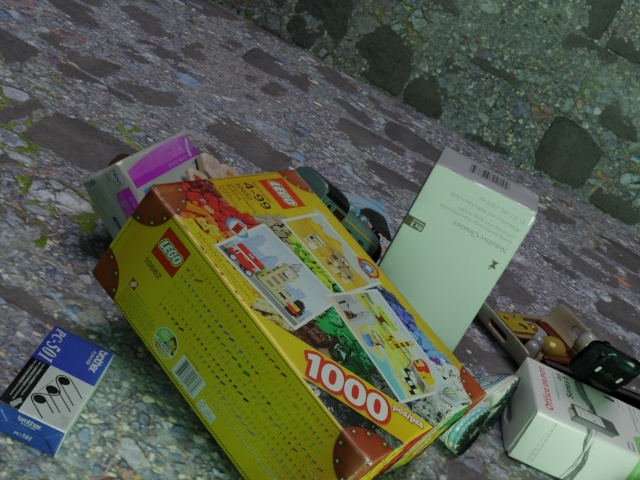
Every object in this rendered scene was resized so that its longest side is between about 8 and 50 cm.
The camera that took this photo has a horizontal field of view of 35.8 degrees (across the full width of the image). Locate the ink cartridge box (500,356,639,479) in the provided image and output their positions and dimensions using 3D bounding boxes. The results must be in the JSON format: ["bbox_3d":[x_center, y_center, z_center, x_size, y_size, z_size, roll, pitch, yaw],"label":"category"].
[{"bbox_3d":[0.485,0.361,1.859,0.273,0.114,0.198,25,23,-6],"label":"ink cartridge box"}]

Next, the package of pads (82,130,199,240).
[{"bbox_3d":[-0.277,-0.057,1.788,0.229,0.101,0.296,62,22,-9],"label":"package of pads"}]

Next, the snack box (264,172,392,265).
[{"bbox_3d":[0.014,-0.024,2.124,0.322,0.060,0.187,11,53,-34],"label":"snack box"}]

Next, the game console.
[{"bbox_3d":[0.547,0.271,1.934,0.213,0.043,0.361,21,-18,6],"label":"game console"}]

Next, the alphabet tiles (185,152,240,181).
[{"bbox_3d":[-0.161,-0.024,1.862,0.278,0.021,0.284,27,42,-61],"label":"alphabet tiles"}]

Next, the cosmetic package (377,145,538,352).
[{"bbox_3d":[0.234,0.040,1.911,0.217,0.384,0.156,27,22,4],"label":"cosmetic package"}]

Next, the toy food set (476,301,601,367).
[{"bbox_3d":[0.504,0.204,2.235,0.306,0.092,0.219,10,29,-37],"label":"toy food set"}]

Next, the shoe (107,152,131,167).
[{"bbox_3d":[-0.366,-0.095,1.948,0.219,0.077,0.058,54,-1,45],"label":"shoe"}]

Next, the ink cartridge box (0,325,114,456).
[{"bbox_3d":[-0.362,0.199,1.348,0.097,0.046,0.207,27,23,-5],"label":"ink cartridge box"}]

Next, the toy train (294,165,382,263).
[{"bbox_3d":[0.000,0.000,1.889,0.142,0.190,0.334,44,3,40],"label":"toy train"}]

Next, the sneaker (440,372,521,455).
[{"bbox_3d":[0.269,0.281,1.801,0.122,0.110,0.283,34,23,22],"label":"sneaker"}]

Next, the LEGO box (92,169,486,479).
[{"bbox_3d":[-0.042,0.142,1.511,0.500,0.193,0.372,50,30,17],"label":"LEGO box"}]
